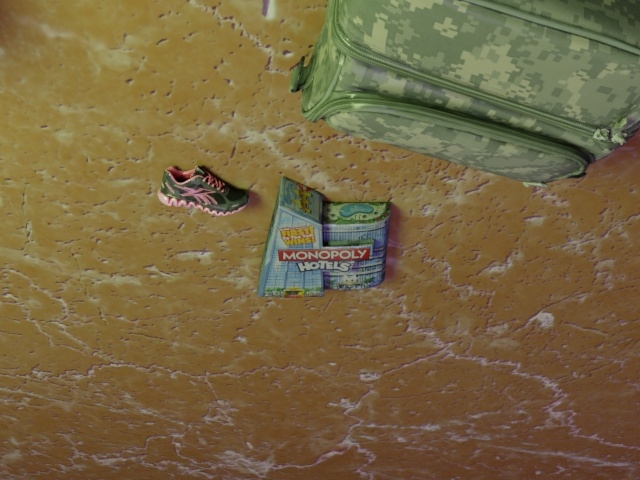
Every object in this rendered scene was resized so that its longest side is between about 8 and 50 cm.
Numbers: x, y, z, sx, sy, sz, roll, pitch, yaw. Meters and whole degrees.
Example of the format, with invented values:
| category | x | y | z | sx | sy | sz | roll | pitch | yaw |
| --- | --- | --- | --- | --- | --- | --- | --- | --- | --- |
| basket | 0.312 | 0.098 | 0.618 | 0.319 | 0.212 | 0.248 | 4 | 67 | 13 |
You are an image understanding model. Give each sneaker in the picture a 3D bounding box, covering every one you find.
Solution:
| category | x | y | z | sx | sy | sz | roll | pitch | yaw |
| --- | --- | --- | --- | --- | --- | --- | --- | --- | --- |
| sneaker | -0.150 | -0.069 | 0.807 | 0.120 | 0.047 | 0.057 | 7 | 126 | -9 |

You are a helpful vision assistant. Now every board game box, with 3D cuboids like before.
| category | x | y | z | sx | sy | sz | roll | pitch | yaw |
| --- | --- | --- | --- | --- | --- | --- | --- | --- | --- |
| board game box | 0.000 | 0.000 | 0.866 | 0.194 | 0.060 | 0.194 | -1 | 139 | 2 |

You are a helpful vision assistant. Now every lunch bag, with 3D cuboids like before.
| category | x | y | z | sx | sy | sz | roll | pitch | yaw |
| --- | --- | --- | --- | --- | --- | --- | --- | --- | --- |
| lunch bag | 0.145 | -0.176 | 0.570 | 0.305 | 0.212 | 0.256 | 13 | 154 | -12 |
